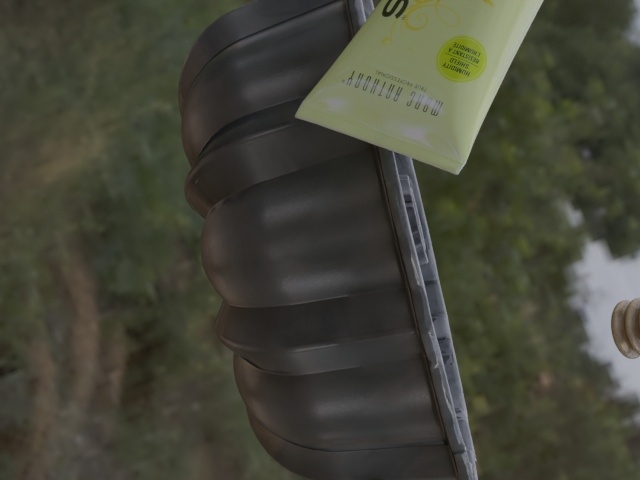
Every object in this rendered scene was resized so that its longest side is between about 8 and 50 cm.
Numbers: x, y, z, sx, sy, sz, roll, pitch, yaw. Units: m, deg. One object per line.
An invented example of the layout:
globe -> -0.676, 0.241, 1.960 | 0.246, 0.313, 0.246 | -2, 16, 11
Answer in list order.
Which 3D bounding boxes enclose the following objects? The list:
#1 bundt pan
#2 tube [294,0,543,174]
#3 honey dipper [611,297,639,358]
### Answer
bundt pan -> 0.000, 0.000, 1.156 | 0.331, 0.124, 0.331 | -12, 90, -86
tube -> 0.085, -0.140, 0.979 | 0.062, 0.240, 0.070 | 40, -22, -20
honey dipper -> 0.212, 0.032, 0.917 | 0.030, 0.161, 0.030 | 14, 71, -46
